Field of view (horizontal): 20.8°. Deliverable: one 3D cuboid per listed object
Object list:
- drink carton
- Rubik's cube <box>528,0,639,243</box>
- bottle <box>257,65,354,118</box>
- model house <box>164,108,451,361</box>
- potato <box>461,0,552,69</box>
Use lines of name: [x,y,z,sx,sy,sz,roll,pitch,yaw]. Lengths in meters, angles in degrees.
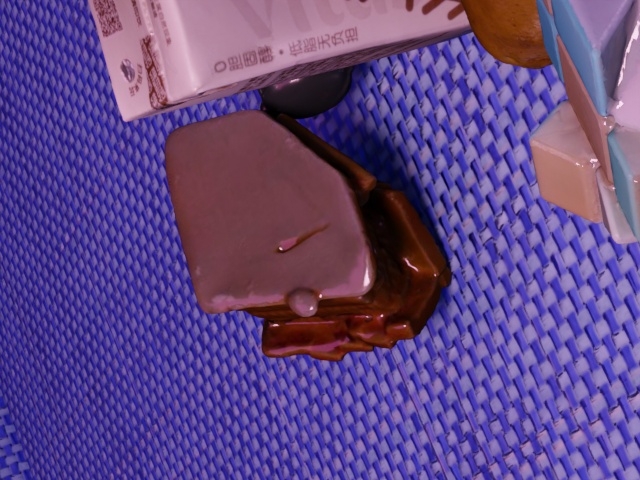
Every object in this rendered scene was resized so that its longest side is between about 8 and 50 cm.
drink carton: [-0.011,-0.223,1.300,0.132,0.325,0.194,-15,92,58]
Rubik's cube: [0.247,-0.104,1.014,0.213,0.265,0.224,69,-176,-49]
bottle: [-0.045,-0.236,1.554,0.156,0.143,0.271,-30,70,21]
model house: [-0.001,0.000,1.535,0.199,0.229,0.219,-13,73,25]
potato: [0.124,-0.288,1.183,0.195,0.176,0.369,0,119,28]
